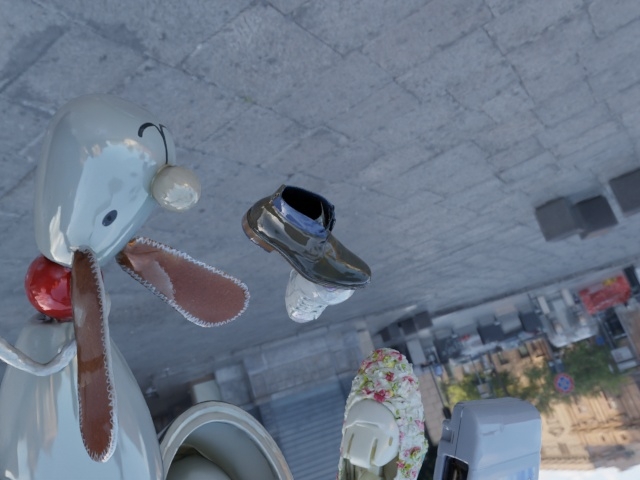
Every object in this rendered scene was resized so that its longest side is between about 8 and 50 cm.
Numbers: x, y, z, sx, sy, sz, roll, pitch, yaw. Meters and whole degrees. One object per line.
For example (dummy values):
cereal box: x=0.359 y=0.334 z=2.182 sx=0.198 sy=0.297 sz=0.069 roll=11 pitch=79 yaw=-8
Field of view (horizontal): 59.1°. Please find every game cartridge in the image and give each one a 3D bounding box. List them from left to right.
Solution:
game cartridge: x=0.196 y=0.342 z=0.678 sx=0.198 sy=0.297 sz=0.062 roll=12 pitch=176 yaw=-42

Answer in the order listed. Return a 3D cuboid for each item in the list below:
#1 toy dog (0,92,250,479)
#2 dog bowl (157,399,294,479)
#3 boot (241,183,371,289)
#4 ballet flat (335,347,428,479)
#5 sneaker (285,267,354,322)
toy dog: x=-0.123 y=0.101 z=0.348 sx=0.220 sy=0.161 sz=0.333 roll=-58 pitch=164 yaw=-52
dog bowl: x=-0.196 y=0.494 z=0.957 sx=0.150 sy=0.408 sz=0.408 roll=-27 pitch=161 yaw=22
boot: x=0.000 y=0.000 z=0.817 sx=0.219 sy=0.082 sz=0.106 roll=27 pitch=145 yaw=-16
ballet flat: x=0.052 y=0.229 z=0.552 sx=0.091 sy=0.240 sz=0.077 roll=4 pitch=-179 yaw=29
sneaker: x=-0.003 y=0.101 z=1.080 sx=0.114 sy=0.152 sz=0.305 roll=16 pitch=-177 yaw=-7
